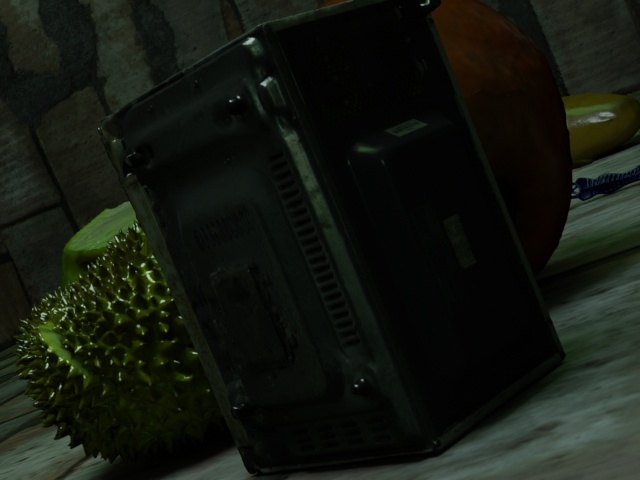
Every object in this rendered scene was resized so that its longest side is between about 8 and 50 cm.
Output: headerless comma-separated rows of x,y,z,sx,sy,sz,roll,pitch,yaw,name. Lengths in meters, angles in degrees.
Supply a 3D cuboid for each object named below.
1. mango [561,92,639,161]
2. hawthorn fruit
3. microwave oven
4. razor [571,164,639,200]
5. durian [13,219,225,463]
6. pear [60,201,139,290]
0.364,-0.155,1.561,0.137,0.098,0.195,-22,10,-35,mango
0.048,-0.051,0.774,0.258,0.258,0.262,-21,-7,19,hawthorn fruit
0.000,0.000,0.559,0.129,0.205,0.163,-25,3,-40,microwave oven
0.303,-0.066,1.096,0.155,0.044,0.028,-18,-21,33,razor
-0.117,0.075,0.738,0.159,0.146,0.198,-39,0,-14,durian
-0.094,0.030,1.017,0.282,0.176,0.286,-30,15,-25,pear
